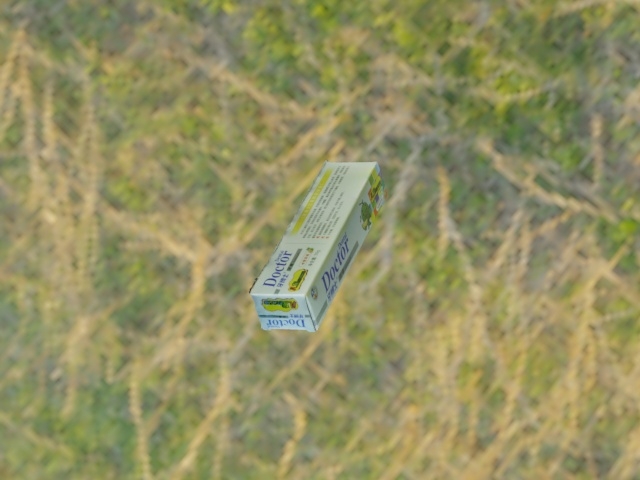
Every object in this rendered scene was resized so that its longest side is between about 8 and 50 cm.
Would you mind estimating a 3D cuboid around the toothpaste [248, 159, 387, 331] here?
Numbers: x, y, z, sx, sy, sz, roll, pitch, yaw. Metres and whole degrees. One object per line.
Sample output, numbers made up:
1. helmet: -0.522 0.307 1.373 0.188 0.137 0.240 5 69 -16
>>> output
1. toothpaste: 0.000 0.000 1.344 0.046 0.164 0.034 0 127 24
